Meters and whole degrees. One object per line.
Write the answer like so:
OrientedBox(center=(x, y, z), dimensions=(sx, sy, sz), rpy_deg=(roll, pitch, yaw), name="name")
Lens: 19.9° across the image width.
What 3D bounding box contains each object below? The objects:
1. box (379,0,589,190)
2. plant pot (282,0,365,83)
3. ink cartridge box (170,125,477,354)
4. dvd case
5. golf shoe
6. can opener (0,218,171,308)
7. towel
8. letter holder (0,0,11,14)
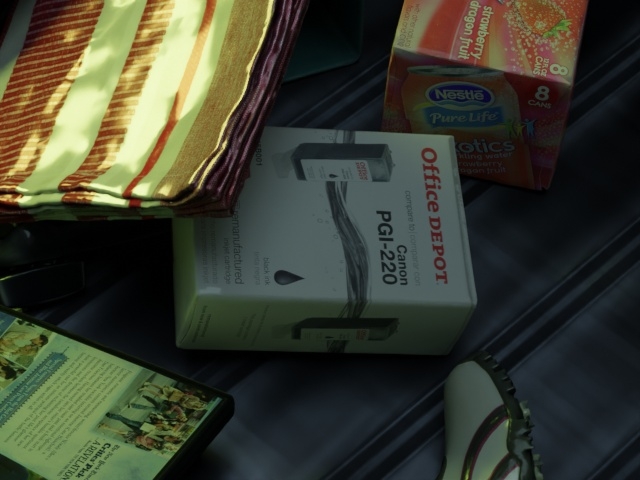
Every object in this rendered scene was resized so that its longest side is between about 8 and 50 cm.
OrientedBox(center=(0.154, -0.208, 1.556), dimensions=(0.154, 0.142, 0.300), rpy_deg=(13, 54, 4), name="box")
OrientedBox(center=(-0.084, -0.268, 1.574), dimensions=(0.165, 0.166, 0.234), rpy_deg=(-18, 54, -17), name="plant pot")
OrientedBox(center=(0.000, 0.000, 1.399), dimensions=(0.217, 0.092, 0.159), rpy_deg=(3, 60, -14), name="ink cartridge box")
OrientedBox(center=(-0.213, 0.131, 1.306), dimensions=(0.253, 0.022, 0.180), rpy_deg=(19, 43, 23), name="dvd case")
OrientedBox(center=(0.102, 0.198, 1.280), dimensions=(0.120, 0.105, 0.273), rpy_deg=(-6, 53, 0), name="golf shoe")
OrientedBox(center=(-0.178, -0.005, 1.443), dimensions=(0.186, 0.073, 0.059), rpy_deg=(-19, 18, -21), name="can opener")
OrientedBox(center=(-0.155, -0.124, 1.380), dimensions=(0.329, 0.037, 0.237), rpy_deg=(-1, 61, 41), name="towel")
OrientedBox(center=(-0.267, -0.318, 1.533), dimensions=(0.152, 0.302, 0.214), rpy_deg=(38, 13, -5), name="letter holder")
